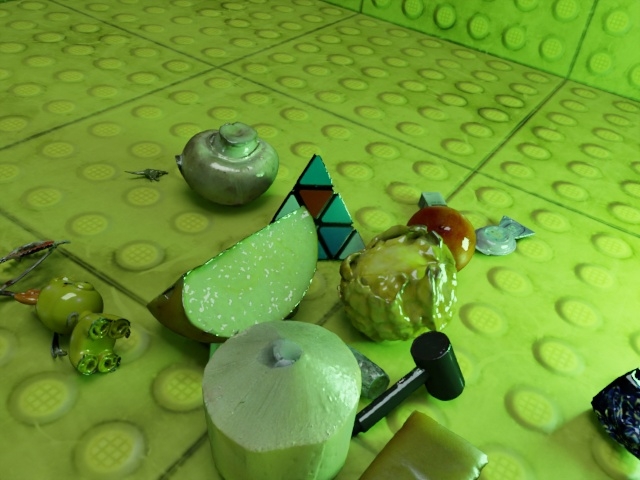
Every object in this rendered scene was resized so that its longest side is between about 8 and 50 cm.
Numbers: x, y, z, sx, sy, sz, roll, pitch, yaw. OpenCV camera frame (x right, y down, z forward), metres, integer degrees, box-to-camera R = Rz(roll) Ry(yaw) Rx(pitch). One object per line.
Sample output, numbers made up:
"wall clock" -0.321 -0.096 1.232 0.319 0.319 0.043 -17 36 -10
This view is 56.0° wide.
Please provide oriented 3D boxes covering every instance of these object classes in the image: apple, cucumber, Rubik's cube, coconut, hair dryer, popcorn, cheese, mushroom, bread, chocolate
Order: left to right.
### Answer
"mushroom" -0.229 -0.191 1.484 0.255 0.184 0.254 13 44 -13
"apple" -0.152 0.072 1.143 0.254 0.179 0.346 28 48 32
"coconut" -0.059 0.241 0.898 0.239 0.244 0.239 5 36 -4
"Rubik's cube" 0.000 0.000 1.365 0.234 0.284 0.250 35 67 0
"cucumber" 0.068 0.232 1.083 0.064 0.064 0.112 -25 44 -35
"bread" 0.095 0.403 0.854 0.138 0.077 0.361 31 43 26
"popcorn" 0.158 0.092 1.181 0.250 0.190 0.250 -1 56 1
"hair dryer" 0.143 0.274 1.037 0.248 0.114 0.070 -36 29 -20
"apple" 0.263 0.005 1.335 0.163 0.163 0.139 13 40 6
"cheese" 0.441 -0.010 1.481 0.105 0.042 0.191 36 43 30
"chocolate" 0.564 0.373 0.966 0.148 0.126 0.343 30 31 -38

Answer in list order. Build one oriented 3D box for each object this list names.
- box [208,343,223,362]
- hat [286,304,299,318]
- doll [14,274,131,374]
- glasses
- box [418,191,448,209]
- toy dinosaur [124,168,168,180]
"box" -0.119 0.217 1.097 0.167 0.024 0.090 1 37 -7
"hat" -0.079 0.143 1.196 0.087 0.042 0.058 -44 30 -11
"doll" -0.441 0.138 1.079 0.221 0.135 0.143 26 8 30
"glasses" -0.606 0.065 1.182 0.255 0.095 0.162 -24 20 -33
"box" 0.304 -0.046 1.504 0.055 0.039 0.218 -1 39 -14
"toy dinosaur" -0.440 -0.169 1.536 0.113 0.026 0.041 -8 33 -34
